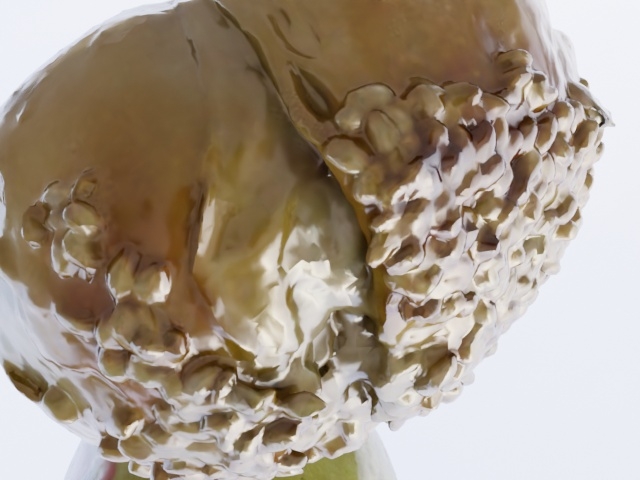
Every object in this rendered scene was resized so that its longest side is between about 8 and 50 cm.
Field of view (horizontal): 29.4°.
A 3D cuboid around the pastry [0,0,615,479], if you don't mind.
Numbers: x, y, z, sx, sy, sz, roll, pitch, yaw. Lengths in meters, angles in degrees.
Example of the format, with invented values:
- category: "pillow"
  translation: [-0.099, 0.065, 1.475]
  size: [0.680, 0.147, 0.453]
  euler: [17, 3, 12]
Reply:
- category: "pastry"
  translation: [0.000, 0.000, 0.571]
  size: [0.316, 0.284, 0.184]
  euler: [-25, -122, -15]

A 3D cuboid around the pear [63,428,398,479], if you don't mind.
- category: "pear"
  translation: [-0.084, 0.213, 1.018]
  size: [0.287, 0.287, 0.375]
  euler: [-27, -150, -1]
